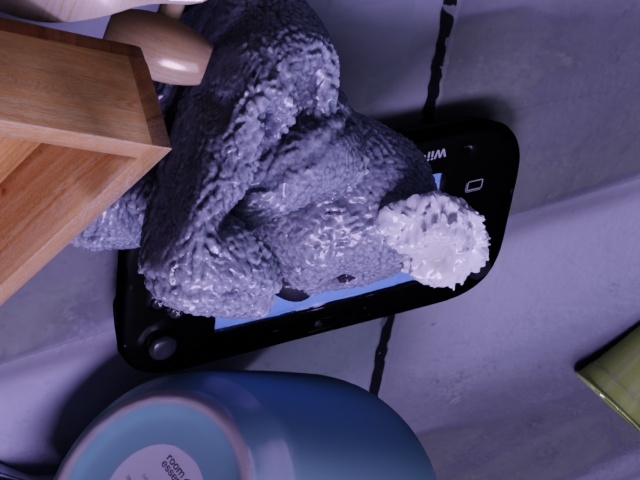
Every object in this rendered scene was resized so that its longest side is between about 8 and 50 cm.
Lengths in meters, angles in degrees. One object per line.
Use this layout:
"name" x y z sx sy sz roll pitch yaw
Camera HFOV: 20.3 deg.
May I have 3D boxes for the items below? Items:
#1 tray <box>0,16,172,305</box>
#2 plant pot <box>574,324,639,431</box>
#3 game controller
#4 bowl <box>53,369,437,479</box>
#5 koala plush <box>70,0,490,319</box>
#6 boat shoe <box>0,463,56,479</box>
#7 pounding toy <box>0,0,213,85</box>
"tray" -0.288 0.014 0.999 0.203 0.076 0.411 7 146 -43
"plant pot" 0.293 0.122 1.664 0.079 0.083 0.083 -47 144 0
"game controller" 0.000 0.000 1.293 0.319 0.067 0.166 -14 141 -25
"bowl" -0.082 0.219 1.288 0.311 0.311 0.163 -40 142 11
"koala plush" -0.009 -0.040 1.114 0.221 0.196 0.203 25 92 -34
"boat shoe" -0.219 0.226 1.386 0.065 0.083 0.183 -45 143 18
"pounding toy" -0.115 -0.213 0.945 0.154 0.155 0.269 9 124 -6
